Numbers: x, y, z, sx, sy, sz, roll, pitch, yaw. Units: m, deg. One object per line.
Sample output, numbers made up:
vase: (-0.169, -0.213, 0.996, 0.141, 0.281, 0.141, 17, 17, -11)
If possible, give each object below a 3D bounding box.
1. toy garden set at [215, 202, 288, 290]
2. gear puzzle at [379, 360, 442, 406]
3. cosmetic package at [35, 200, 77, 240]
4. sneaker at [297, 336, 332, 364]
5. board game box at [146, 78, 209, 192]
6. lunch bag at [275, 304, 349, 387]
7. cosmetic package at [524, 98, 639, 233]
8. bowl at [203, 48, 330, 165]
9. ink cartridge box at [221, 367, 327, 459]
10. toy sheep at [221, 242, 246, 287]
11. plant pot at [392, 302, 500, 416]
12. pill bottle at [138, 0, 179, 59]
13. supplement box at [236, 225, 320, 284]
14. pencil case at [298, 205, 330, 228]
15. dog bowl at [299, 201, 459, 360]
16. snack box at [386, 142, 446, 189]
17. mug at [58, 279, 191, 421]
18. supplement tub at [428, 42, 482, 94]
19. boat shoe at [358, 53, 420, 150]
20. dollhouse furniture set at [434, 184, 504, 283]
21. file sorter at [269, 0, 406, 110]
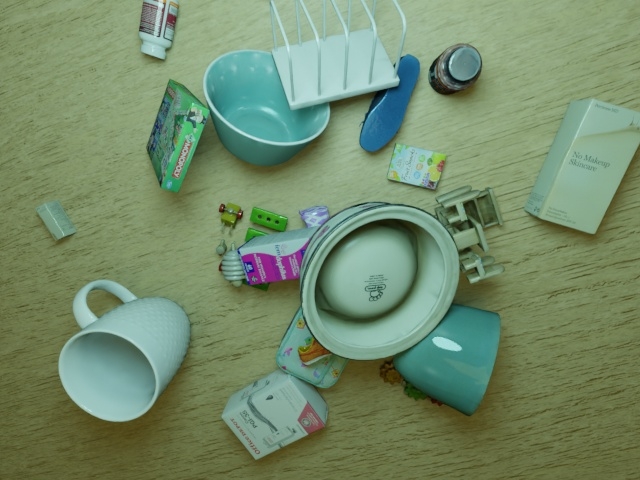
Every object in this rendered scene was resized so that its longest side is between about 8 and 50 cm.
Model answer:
toy garden set: (-0.225, 0.010, 1.250, 0.203, 0.049, 0.245, 18, 107, -1)
gear puzzle: (0.357, 0.451, 1.314, 0.338, 0.044, 0.176, 14, 106, 2)
cosmetic package: (-0.826, -0.063, 1.280, 0.041, 0.060, 0.115, -23, 101, 12)
sneaker: (0.011, 0.301, 1.186, 0.175, 0.064, 0.068, -28, 92, 8)
board game box: (-0.381, -0.282, 1.059, 0.046, 0.317, 0.214, 16, 110, -36)
lunch bag: (0.006, 0.309, 1.276, 0.224, 0.108, 0.279, 28, 106, -2)
cosmetic package: (0.686, -0.191, 1.070, 0.160, 0.113, 0.310, 16, 107, 1)
bowl: (-0.146, -0.314, 1.048, 0.311, 0.312, 0.163, 29, 145, -3)
ink cartridge box: (-0.149, 0.566, 1.358, 0.283, 0.117, 0.207, -32, 100, 13)
toy sheep: (-0.248, 0.073, 1.201, 0.091, 0.091, 0.132, -3, 92, 6)
plant pot: (0.341, 0.305, 1.161, 0.235, 0.293, 0.293, 18, 107, 14)
pill bottle: (-0.433, -0.570, 1.086, 0.086, 0.086, 0.152, 18, 106, 0)
supplement box: (-0.102, 0.041, 1.143, 0.219, 0.114, 0.111, -10, 106, 19)
pencil case: (0.000, 0.000, 1.201, 0.088, 0.086, 0.206, -16, 104, -13)
dog bowl: (0.131, 0.087, 1.028, 0.407, 0.150, 0.408, -6, 112, -15)
snack box: (0.266, -0.207, 1.144, 0.141, 0.037, 0.100, 14, 105, 2)
mug: (-0.565, 0.275, 1.209, 0.276, 0.328, 0.374, -36, 99, 13)
supplement tub: (0.328, -0.416, 0.997, 0.105, 0.198, 0.106, 2, 105, 6)
boat shoe: (0.185, -0.356, 1.089, 0.109, 0.089, 0.258, 29, 101, -16)
dollhouse furniture set: (0.411, -0.045, 1.069, 0.160, 0.242, 0.212, -21, 103, 11)
file sorter: (0.032, -0.464, 0.954, 0.277, 0.173, 0.193, -15, 66, -6)
